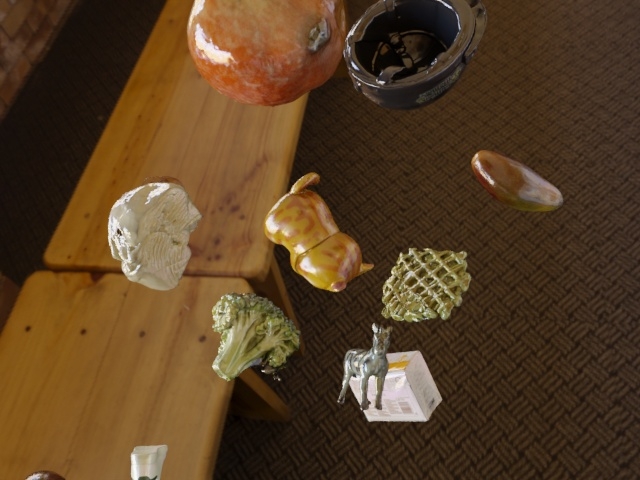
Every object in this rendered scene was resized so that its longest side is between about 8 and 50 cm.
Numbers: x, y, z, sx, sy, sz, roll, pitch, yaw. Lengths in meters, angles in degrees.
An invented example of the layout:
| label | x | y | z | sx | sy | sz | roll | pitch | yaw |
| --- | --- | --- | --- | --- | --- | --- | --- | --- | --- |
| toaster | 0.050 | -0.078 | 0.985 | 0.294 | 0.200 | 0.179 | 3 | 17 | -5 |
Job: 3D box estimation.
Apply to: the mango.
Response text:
| label | x | y | z | sx | sy | sz | roll | pitch | yaw |
| --- | --- | --- | --- | --- | --- | --- | --- | --- | --- |
| mango | 0.503 | -0.142 | 1.479 | 0.267 | 0.111 | 0.133 | 25 | 24 | -11 |

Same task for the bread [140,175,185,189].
| label | x | y | z | sx | sy | sz | roll | pitch | yaw |
| --- | --- | --- | --- | --- | --- | --- | --- | --- | --- |
| bread | -0.516 | -0.150 | 1.916 | 0.156 | 0.086 | 0.125 | 51 | 55 | -5 |

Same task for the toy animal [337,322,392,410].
| label | x | y | z | sx | sy | sz | roll | pitch | yaw |
| --- | --- | --- | --- | --- | --- | --- | --- | --- | --- |
| toy animal | 0.115 | 0.312 | 1.343 | 0.089 | 0.255 | 0.170 | 11 | 60 | -19 |

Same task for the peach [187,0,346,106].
| label | x | y | z | sx | sy | sz | roll | pitch | yaw |
| --- | --- | --- | --- | --- | --- | --- | --- | --- | --- |
| peach | -0.064 | -0.285 | 0.770 | 0.232 | 0.233 | 0.233 | -6 | 55 | 8 |

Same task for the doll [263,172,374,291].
| label | x | y | z | sx | sy | sz | roll | pitch | yaw |
| --- | --- | --- | --- | --- | --- | --- | --- | --- | --- |
| doll | -0.013 | -0.002 | 1.376 | 0.166 | 0.162 | 0.270 | -34 | 87 | -33 |

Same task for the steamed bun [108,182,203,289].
| label | x | y | z | sx | sy | sz | roll | pitch | yaw |
| --- | --- | --- | --- | --- | --- | --- | --- | --- | --- |
| steamed bun | -0.504 | -0.024 | 1.695 | 0.206 | 0.275 | 0.320 | 18 | 90 | 30 |

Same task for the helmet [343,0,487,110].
| label | x | y | z | sx | sy | sz | roll | pitch | yaw |
| --- | --- | --- | --- | --- | --- | --- | --- | --- | --- |
| helmet | 0.190 | -0.365 | 1.142 | 0.278 | 0.160 | 0.231 | -30 | 60 | -1 |

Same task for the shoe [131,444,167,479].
| label | x | y | z | sx | sy | sz | roll | pitch | yaw |
| --- | --- | --- | --- | --- | --- | --- | --- | --- | --- |
| shoe | -0.505 | 0.662 | 1.679 | 0.095 | 0.265 | 0.110 | -2 | 75 | -7 |

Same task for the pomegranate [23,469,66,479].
| label | x | y | z | sx | sy | sz | roll | pitch | yaw |
| --- | --- | --- | --- | --- | --- | --- | --- | --- | --- |
| pomegranate | -0.622 | 0.578 | 1.273 | 0.130 | 0.130 | 0.130 | -6 | 55 | 8 |

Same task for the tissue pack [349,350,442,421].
| label | x | y | z | sx | sy | sz | roll | pitch | yaw |
| --- | --- | --- | --- | --- | --- | --- | --- | --- | --- |
| tissue pack | 0.219 | 0.440 | 1.737 | 0.225 | 0.185 | 0.124 | -15 | 14 | 41 |

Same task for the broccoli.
| label | x | y | z | sx | sy | sz | roll | pitch | yaw |
| --- | --- | --- | --- | --- | --- | --- | --- | --- | --- |
| broccoli | -0.231 | 0.333 | 1.880 | 0.293 | 0.348 | 0.281 | 22 | 59 | 27 |

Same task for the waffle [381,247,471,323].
| label | x | y | z | sx | sy | sz | roll | pitch | yaw |
| --- | --- | --- | --- | --- | --- | --- | --- | --- | --- |
| waffle | 0.340 | 0.141 | 1.903 | 0.317 | 0.073 | 0.297 | -2 | 49 | 38 |

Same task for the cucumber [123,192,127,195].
| label | x | y | z | sx | sy | sz | roll | pitch | yaw |
| --- | --- | --- | --- | --- | --- | --- | --- | --- | --- |
| cucumber | -0.596 | -0.031 | 2.079 | 0.145 | 0.105 | 0.325 | -11 | 60 | -38 |
